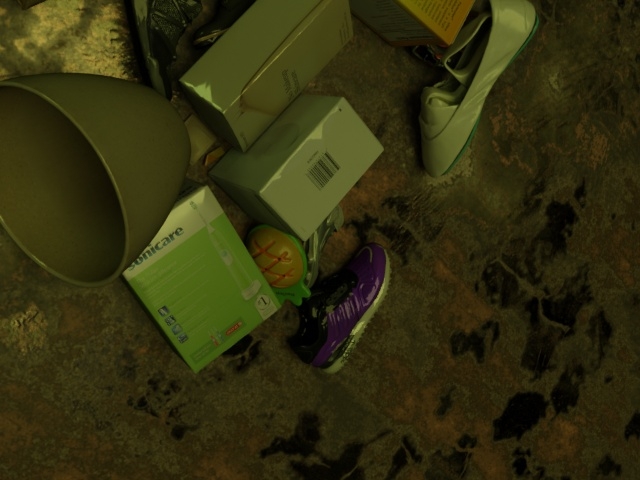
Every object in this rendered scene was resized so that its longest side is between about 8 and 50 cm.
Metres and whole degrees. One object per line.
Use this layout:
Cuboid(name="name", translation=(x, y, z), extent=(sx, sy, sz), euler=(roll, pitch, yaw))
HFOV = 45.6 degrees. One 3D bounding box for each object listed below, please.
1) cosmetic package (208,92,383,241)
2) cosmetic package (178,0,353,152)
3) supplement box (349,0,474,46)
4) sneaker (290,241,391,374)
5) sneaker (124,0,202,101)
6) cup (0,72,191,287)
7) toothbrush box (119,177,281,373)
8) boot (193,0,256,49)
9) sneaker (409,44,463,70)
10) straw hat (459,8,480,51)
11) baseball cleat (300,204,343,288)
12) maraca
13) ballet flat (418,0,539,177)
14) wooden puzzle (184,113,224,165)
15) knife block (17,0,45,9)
Cuboid(name="cosmetic package", translation=(-0.049, -0.142, 1.381), extent=(0.224, 0.225, 0.138), euler=(-49, 123, -11))
Cuboid(name="cosmetic package", translation=(-0.087, -0.323, 1.336), extent=(0.309, 0.113, 0.160), euler=(-50, 162, -9))
Cuboid(name="supplement box", translation=(0.111, -0.535, 1.397), extent=(0.357, 0.194, 0.195), euler=(30, 86, -32))
Cuboid(name="sneaker", translation=(0.032, 0.125, 1.564), extent=(0.146, 0.102, 0.293), euler=(28, 87, -31))
Cuboid(name="sneaker", translation=(-0.253, -0.348, 1.294), extent=(0.130, 0.087, 0.227), euler=(-12, 102, -21))
Cuboid(name="cup", translation=(-0.343, -0.127, 1.192), extent=(0.237, 0.331, 0.331), euler=(-42, 122, -45))
Cuboid(name="toothbrush box", translation=(-0.236, 0.061, 1.382), extent=(0.206, 0.122, 0.283), euler=(-38, 118, -17))
Cuboid(name="boot", translation=(-0.170, -0.434, 1.338), extent=(0.198, 0.077, 0.137), euler=(-42, 115, -30))
Cuboid(name="sneaker", translation=(0.241, -0.376, 1.577), extent=(0.158, 0.061, 0.064), euler=(19, 47, -23))
Cuboid(name="straw hat", translation=(0.298, -0.438, 1.600), extent=(0.144, 0.145, 0.061), euler=(43, 39, -30))
Cuboid(name="baseball cleat", translation=(0.000, 0.000, 1.535), extent=(0.110, 0.072, 0.205), euler=(-7, 112, -40))
Cuboid(name="maraca", translation=(-0.081, 0.048, 1.477), extent=(0.099, 0.127, 0.185), euler=(-49, 134, -48))
Cuboid(name="ballet flat", translation=(0.281, -0.317, 1.542), extent=(0.139, 0.139, 0.400), euler=(11, 121, -32))
Cuboid(name="wooden puzzle", translation=(-0.234, -0.183, 1.389), extent=(0.078, 0.014, 0.116), euler=(-46, 120, -18))
Cuboid(name="knife block", translation=(-0.326, -0.466, 1.193), extent=(0.242, 0.088, 0.275), euler=(15, 80, -24))
